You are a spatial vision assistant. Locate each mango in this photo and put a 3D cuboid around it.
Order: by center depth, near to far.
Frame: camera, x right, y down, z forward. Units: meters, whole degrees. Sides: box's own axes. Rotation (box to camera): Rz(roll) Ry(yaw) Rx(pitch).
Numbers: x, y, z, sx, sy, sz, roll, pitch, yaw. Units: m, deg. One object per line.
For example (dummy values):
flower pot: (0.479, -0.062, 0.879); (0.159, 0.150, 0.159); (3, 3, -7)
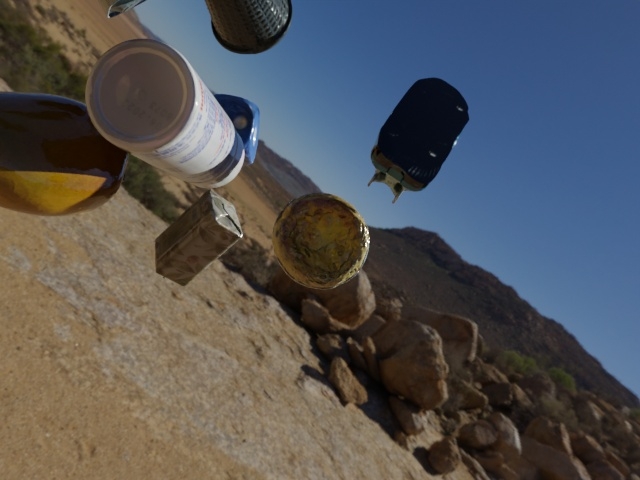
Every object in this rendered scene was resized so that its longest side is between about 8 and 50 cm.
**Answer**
mango: (-0.367, -0.110, 0.604); (0.175, 0.139, 0.254); (43, 24, 11)

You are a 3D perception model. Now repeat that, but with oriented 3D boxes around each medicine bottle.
medicine bottle: (-0.194, -0.155, 0.677); (0.130, 0.130, 0.341); (47, 0, 3)

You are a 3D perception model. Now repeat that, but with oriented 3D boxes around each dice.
dice: (-0.231, -0.272, 1.163); (0.146, 0.143, 0.146); (12, -11, -5)

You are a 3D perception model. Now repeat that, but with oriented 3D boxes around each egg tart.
egg tart: (0.000, 0.000, 1.101); (0.234, 0.234, 0.094); (47, -12, 0)

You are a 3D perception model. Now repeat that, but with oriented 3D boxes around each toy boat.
toy boat: (0.187, -0.201, 0.901); (0.134, 0.299, 0.092); (36, -36, 0)

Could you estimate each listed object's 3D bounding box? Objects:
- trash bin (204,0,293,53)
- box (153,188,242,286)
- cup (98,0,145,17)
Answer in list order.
trash bin: (-0.156, -0.476, 0.882); (0.175, 0.175, 0.161); (47, 0, 16)
box: (-0.135, -0.003, 0.504); (0.045, 0.098, 0.062); (36, 23, -40)
cup: (-0.345, -0.446, 0.764); (0.129, 0.095, 0.128); (60, -18, -22)
